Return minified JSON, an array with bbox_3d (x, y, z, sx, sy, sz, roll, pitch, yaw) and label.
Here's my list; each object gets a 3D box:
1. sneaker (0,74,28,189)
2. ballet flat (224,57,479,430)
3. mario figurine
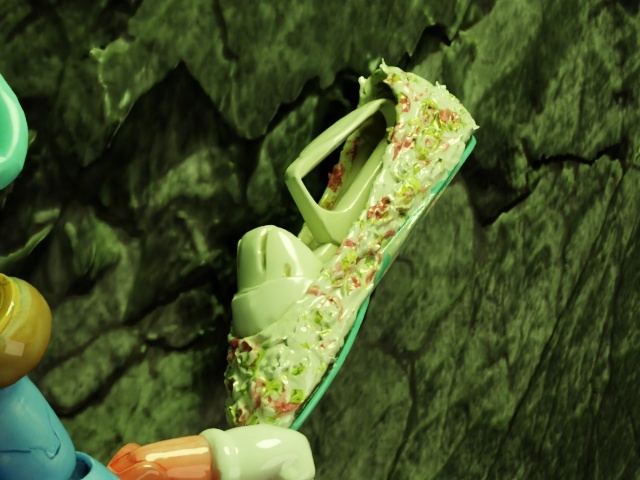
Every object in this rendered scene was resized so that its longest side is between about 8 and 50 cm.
[{"bbox_3d":[-0.174,-0.134,0.668,0.107,0.110,0.275,-43,127,-37],"label":"sneaker"},{"bbox_3d":[0.000,0.000,1.026,0.077,0.091,0.241,43,60,-20],"label":"ballet flat"},{"bbox_3d":[-0.085,0.155,0.861,0.198,0.170,0.320,-37,135,-2],"label":"mario figurine"}]
